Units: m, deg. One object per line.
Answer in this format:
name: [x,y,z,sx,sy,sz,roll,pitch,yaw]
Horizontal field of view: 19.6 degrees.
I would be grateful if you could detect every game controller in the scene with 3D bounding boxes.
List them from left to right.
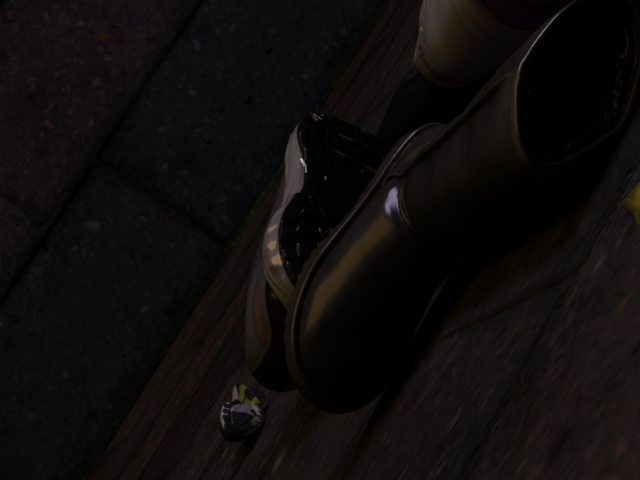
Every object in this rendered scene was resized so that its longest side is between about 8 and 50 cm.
game controller: [0.119,-0.177,1.465,0.319,0.067,0.166,-64,-5,-55]

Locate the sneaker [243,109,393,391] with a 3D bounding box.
sneaker: [0.000,0.000,1.228,0.108,0.100,0.271,-59,4,30]

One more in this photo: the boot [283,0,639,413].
boot: [0.068,-0.012,0.898,0.208,0.076,0.190,-21,43,64]

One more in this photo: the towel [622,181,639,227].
towel: [0.178,-0.094,0.598,0.237,0.021,0.102,-56,5,10]

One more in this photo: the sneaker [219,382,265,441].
sneaker: [-0.058,0.133,1.338,0.083,0.031,0.035,-61,-8,-73]

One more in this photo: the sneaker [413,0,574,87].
sneaker: [0.138,-0.228,1.211,0.305,0.114,0.152,-60,7,-30]

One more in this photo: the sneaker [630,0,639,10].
sneaker: [0.172,-0.164,0.931,0.071,0.066,0.188,88,-156,-53]
